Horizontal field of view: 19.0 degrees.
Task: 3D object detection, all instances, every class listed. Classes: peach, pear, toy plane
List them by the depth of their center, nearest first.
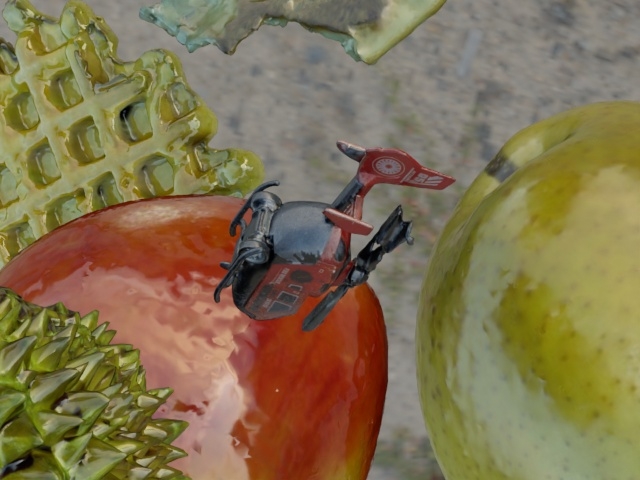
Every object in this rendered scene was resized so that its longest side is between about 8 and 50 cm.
[{"bbox_3d":[0.000,0.000,0.768,0.145,0.060,0.037,-49,23,52],"label":"toy plane"},{"bbox_3d":[-0.093,0.096,1.073,0.281,0.238,0.281,-36,27,22],"label":"peach"},{"bbox_3d":[0.254,0.098,1.295,0.362,0.362,0.418,-35,108,25],"label":"pear"}]

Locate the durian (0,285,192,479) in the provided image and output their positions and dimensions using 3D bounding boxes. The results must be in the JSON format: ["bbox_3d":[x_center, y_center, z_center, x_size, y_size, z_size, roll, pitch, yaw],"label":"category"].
[{"bbox_3d":[-0.176,0.102,0.768,0.291,0.291,0.225,-11,44,31],"label":"durian"}]

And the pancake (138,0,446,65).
[{"bbox_3d":[0.005,-0.295,1.171,0.305,0.067,0.427,-20,67,10],"label":"pancake"}]

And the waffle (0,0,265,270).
[{"bbox_3d":[-0.187,-0.021,1.459,0.312,0.060,0.307,40,115,20],"label":"waffle"}]
